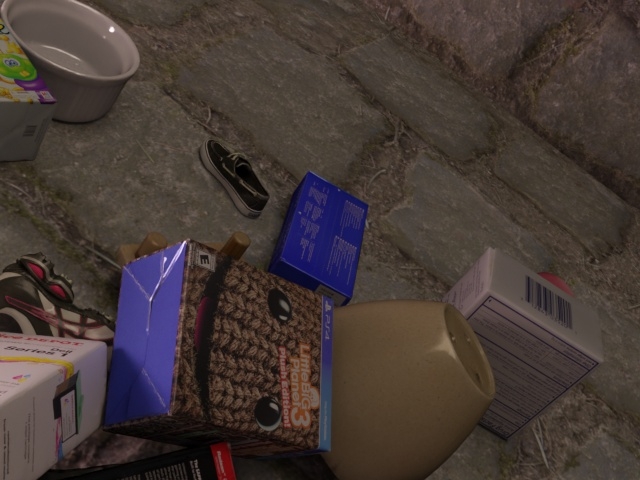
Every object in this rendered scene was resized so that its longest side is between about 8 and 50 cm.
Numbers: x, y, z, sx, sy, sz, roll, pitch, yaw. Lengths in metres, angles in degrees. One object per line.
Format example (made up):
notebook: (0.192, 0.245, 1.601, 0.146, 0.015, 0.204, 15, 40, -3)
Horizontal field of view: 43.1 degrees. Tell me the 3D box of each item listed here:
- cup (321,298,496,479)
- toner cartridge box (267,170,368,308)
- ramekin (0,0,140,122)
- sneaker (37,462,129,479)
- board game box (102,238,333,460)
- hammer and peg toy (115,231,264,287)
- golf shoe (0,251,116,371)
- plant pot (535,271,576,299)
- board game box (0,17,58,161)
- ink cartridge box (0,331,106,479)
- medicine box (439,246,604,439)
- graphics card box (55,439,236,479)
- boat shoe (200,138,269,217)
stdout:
cup: (0.139, 0.226, 1.310, 0.331, 0.237, 0.331, 48, 25, -30)
toner cartridge box: (0.000, 0.000, 1.713, 0.165, 0.075, 0.348, 31, 34, -11)
ramekin: (-0.520, -0.365, 1.633, 0.277, 0.135, 0.277, 25, 35, -19)
sneaker: (-0.317, 0.336, 1.018, 0.267, 0.101, 0.106, 9, 67, -40)
board game box: (-0.128, 0.163, 1.119, 0.291, 0.141, 0.232, 26, 56, -43)
hammer and peg toy: (-0.164, 0.142, 1.330, 0.266, 0.127, 0.361, 0, 48, -46)
golf shoe: (-0.371, 0.142, 1.202, 0.273, 0.105, 0.120, 43, 66, -9)
plant pot: (0.442, 0.180, 1.807, 0.180, 0.201, 0.201, -7, 51, -26)
board game box: (-0.612, -0.285, 1.443, 0.142, 0.144, 0.275, -11, 55, -48)
ink cartridge box: (-0.391, 0.191, 0.925, 0.201, 0.117, 0.278, 5, 7, 7)
medicine box: (0.349, 0.206, 1.581, 0.263, 0.289, 0.149, 32, 36, -8)
graphics card box: (-0.251, 0.382, 0.925, 0.371, 0.094, 0.232, -3, 76, -45)
boat shoe: (-0.178, -0.149, 1.737, 0.078, 0.070, 0.219, -11, 56, -49)
